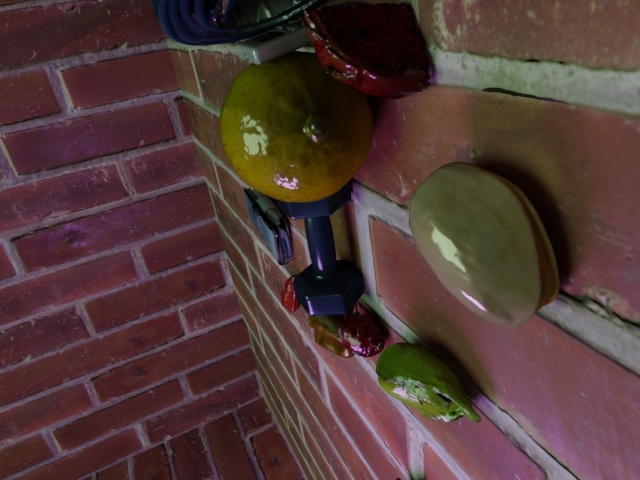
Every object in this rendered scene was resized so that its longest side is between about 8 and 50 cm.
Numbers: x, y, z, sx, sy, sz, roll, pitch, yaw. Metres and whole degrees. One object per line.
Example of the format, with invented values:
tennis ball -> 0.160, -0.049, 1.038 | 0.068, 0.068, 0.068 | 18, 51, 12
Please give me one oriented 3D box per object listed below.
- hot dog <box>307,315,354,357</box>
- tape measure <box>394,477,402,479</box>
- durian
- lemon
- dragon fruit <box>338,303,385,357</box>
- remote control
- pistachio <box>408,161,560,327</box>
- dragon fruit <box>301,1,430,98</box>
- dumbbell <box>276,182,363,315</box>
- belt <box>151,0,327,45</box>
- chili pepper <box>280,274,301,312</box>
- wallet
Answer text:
hot dog -> 0.037, 0.248, 1.243 | 0.109, 0.072, 0.269 | 65, 160, -12
tape measure -> 0.253, 0.728, 1.093 | 0.164, 0.084, 0.331 | 123, 126, -70
durian -> 0.175, 0.246, 0.832 | 0.139, 0.101, 0.250 | 36, 163, -9
lemon -> -0.045, -0.186, 0.783 | 0.320, 0.245, 0.246 | -147, 41, -68
dragon fruit -> 0.078, 0.197, 1.068 | 0.190, 0.094, 0.094 | -132, 28, -58
remote control -> -0.028, -0.310, 0.697 | 0.087, 0.190, 0.029 | 44, 157, 53
pistachio -> 0.181, 0.001, 0.536 | 0.201, 0.117, 0.145 | 62, 154, 22
dragon fruit -> 0.048, -0.238, 0.627 | 0.120, 0.160, 0.127 | 148, 112, -69
dumbbell -> 0.000, 0.000, 0.998 | 0.156, 0.143, 0.317 | 42, 147, 55
belt -> -0.083, -0.398, 0.598 | 0.436, 0.300, 0.173 | 12, 122, 65
chili pepper -> -0.092, 0.162, 1.547 | 0.088, 0.064, 0.169 | 59, 154, 28
wallet -> -0.172, -0.055, 1.529 | 0.250, 0.074, 0.176 | 53, 158, 39
